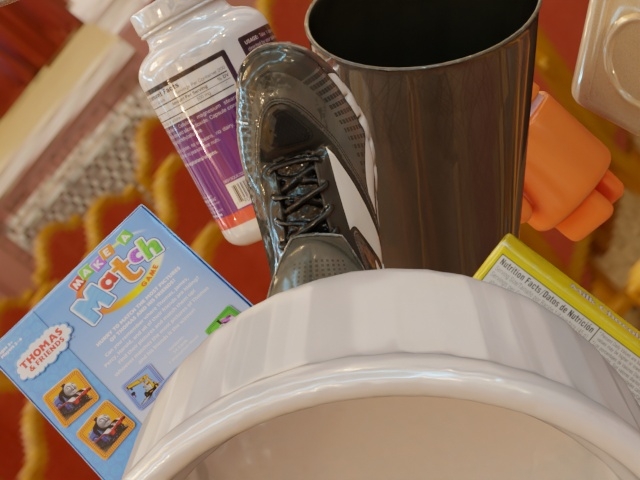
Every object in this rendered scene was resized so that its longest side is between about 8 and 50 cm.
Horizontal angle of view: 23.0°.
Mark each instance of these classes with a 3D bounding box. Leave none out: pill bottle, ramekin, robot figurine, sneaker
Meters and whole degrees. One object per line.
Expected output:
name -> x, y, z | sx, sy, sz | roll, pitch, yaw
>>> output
pill bottle -> -0.109, -0.167, 1.995 | 0.181, 0.323, 0.181 | -28, 6, 3
ramekin -> 0.034, 0.147, 0.691 | 0.277, 0.277, 0.135 | -46, 17, 19
robot figurine -> 0.243, -0.098, 1.801 | 0.158, 0.219, 0.128 | -49, 4, -6
sneaker -> 0.000, 0.000, 0.926 | 0.078, 0.234, 0.106 | -9, 26, 6

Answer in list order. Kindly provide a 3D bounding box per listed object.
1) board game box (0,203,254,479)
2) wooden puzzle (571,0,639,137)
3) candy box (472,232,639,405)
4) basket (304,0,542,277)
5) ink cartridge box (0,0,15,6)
board game box -> -0.114, 0.092, 1.108 | 0.160, 0.211, 0.039 | -44, -30, -9
wooden puzzle -> 0.434, -0.235, 1.698 | 0.080, 0.348, 0.322 | -19, -49, -34
candy box -> 0.144, 0.098, 0.795 | 0.105, 0.206, 0.027 | -53, -2, 19
basket -> 0.076, -0.063, 1.121 | 0.204, 0.154, 0.227 | -52, -35, -52
ink cartridge box -> -0.383, -0.322, 1.134 | 0.308, 0.385, 0.091 | -28, 17, -34
